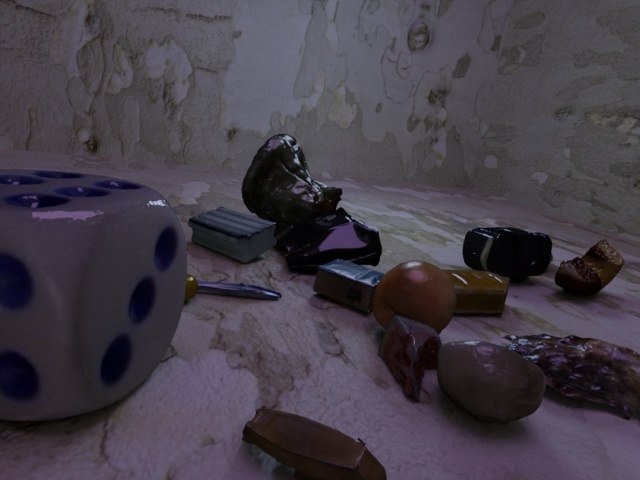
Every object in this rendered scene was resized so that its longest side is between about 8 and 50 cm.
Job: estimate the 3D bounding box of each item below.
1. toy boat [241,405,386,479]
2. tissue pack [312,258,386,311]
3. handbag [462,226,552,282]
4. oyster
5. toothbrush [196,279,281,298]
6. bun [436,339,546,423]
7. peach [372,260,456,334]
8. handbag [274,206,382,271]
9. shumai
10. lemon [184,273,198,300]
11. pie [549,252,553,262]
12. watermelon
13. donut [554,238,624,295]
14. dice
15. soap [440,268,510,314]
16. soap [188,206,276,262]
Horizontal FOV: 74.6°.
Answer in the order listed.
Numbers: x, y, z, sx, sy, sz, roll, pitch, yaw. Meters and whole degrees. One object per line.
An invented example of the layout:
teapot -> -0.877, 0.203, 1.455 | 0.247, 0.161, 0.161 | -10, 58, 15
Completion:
toy boat -> -0.016, 0.272, 0.540 | 0.205, 0.072, 0.064 | 6, 29, 33
tissue pack -> 0.082, 0.114, 1.086 | 0.169, 0.082, 0.120 | 17, 18, 28
handbag -> 0.627, 0.045, 1.411 | 0.254, 0.182, 0.181 | 2, 11, -17
oyster -> 0.509, 0.244, 0.838 | 0.270, 0.101, 0.275 | -7, 21, 2
toothbrush -> -0.298, 0.107, 1.018 | 0.412, 0.042, 0.035 | 8, 26, -5
bun -> 0.278, 0.242, 0.700 | 0.172, 0.114, 0.167 | 4, -27, 27
peach -> 0.202, 0.134, 0.922 | 0.184, 0.185, 0.184 | 7, 17, -2
handbag -> 0.000, 0.000, 1.348 | 0.287, 0.152, 0.342 | -15, 23, -16
shumai -> -0.090, -0.185, 1.611 | 0.323, 0.324, 0.398 | 33, -15, 19
lemon -> -0.314, 0.108, 0.958 | 0.062, 0.063, 0.083 | 14, 24, 19
pie -> 0.762, 0.042, 1.663 | 0.305, 0.071, 0.306 | 5, 15, -1
watermelon -> 0.160, 0.210, 0.796 | 0.121, 0.098, 0.158 | 17, 23, 28
donut -> 0.868, 0.118, 1.370 | 0.294, 0.151, 0.112 | -17, 41, -29
dice -> -0.406, 0.064, 0.640 | 0.303, 0.305, 0.277 | 11, 18, 12
soap -> 0.416, 0.139, 1.164 | 0.257, 0.080, 0.160 | 2, 18, -17
soap -> -0.280, -0.024, 1.324 | 0.261, 0.094, 0.150 | 17, 30, 33
